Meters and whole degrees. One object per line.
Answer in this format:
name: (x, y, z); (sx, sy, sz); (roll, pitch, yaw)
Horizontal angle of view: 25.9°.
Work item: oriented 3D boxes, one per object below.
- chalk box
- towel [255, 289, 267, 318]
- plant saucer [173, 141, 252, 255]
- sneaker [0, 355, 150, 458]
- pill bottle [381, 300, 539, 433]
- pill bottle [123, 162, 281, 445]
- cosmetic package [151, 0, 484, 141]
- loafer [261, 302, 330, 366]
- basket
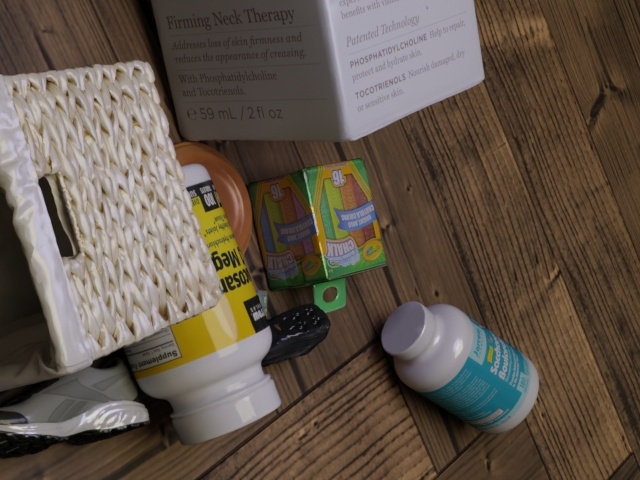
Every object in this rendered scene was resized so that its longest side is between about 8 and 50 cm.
chalk box: (0.000, 0.000, 2.048); (0.132, 0.132, 0.213); (-15, 92, -45)
towel: (-0.107, 0.097, 2.009); (0.083, 0.009, 0.060); (13, 72, -42)
plant saucer: (-0.168, -0.043, 1.961); (0.200, 0.037, 0.200); (12, 72, -43)
sneaker: (-0.334, 0.203, 1.715); (0.271, 0.100, 0.108); (-4, 75, -51)
pill bottle: (0.216, 0.194, 2.207); (0.264, 0.146, 0.146); (34, 59, -35)
pill bottle: (-0.176, 0.084, 1.801); (0.188, 0.188, 0.334); (-24, 93, -45)
cosmetic package: (-0.016, -0.367, 1.929); (0.327, 0.329, 0.394); (-27, 112, -44)
loafer: (-0.087, 0.150, 1.971); (0.223, 0.078, 0.076); (-13, 50, -32)
basket: (-0.336, -0.019, 1.588); (0.266, 0.331, 0.328); (-22, 97, -47)
